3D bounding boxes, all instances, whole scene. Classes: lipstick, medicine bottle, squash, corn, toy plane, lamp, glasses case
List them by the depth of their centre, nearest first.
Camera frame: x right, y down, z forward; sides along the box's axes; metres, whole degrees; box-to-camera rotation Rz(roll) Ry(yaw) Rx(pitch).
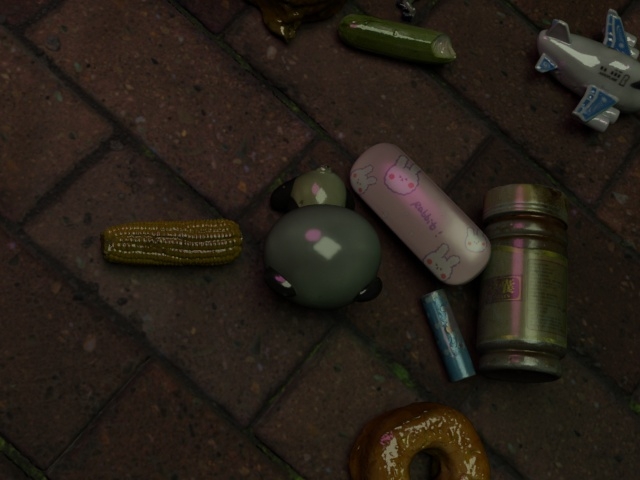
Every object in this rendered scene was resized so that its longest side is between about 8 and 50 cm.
[{"bbox_3d":[-0.240,0.005,1.404,0.231,0.080,0.080,-2,74,-16],"label":"corn"},{"bbox_3d":[0.000,0.000,1.427,0.197,0.198,0.244,5,50,-14],"label":"lamp"},{"bbox_3d":[0.220,0.165,1.496,0.048,0.048,0.158,-16,78,-19],"label":"lipstick"},{"bbox_3d":[0.172,-0.047,1.502,0.113,0.075,0.297,-44,74,3],"label":"glasses case"},{"bbox_3d":[0.353,0.076,1.503,0.151,0.151,0.323,10,72,-12],"label":"medicine bottle"},{"bbox_3d":[0.147,-0.378,1.628,0.238,0.069,0.069,10,71,-11],"label":"squash"},{"bbox_3d":[0.542,-0.340,1.696,0.266,0.122,0.267,4,74,-16],"label":"toy plane"}]

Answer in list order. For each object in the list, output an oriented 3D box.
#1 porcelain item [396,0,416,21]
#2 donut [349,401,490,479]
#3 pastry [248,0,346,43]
[{"bbox_3d":[0.167,-0.499,1.695,0.075,0.021,0.136,23,69,-3],"label":"porcelain item"},{"bbox_3d":[0.164,0.369,1.386,0.226,0.114,0.227,5,73,-16],"label":"donut"},{"bbox_3d":[-0.046,-0.525,1.585,0.235,0.132,0.240,-39,86,-23],"label":"pastry"}]
